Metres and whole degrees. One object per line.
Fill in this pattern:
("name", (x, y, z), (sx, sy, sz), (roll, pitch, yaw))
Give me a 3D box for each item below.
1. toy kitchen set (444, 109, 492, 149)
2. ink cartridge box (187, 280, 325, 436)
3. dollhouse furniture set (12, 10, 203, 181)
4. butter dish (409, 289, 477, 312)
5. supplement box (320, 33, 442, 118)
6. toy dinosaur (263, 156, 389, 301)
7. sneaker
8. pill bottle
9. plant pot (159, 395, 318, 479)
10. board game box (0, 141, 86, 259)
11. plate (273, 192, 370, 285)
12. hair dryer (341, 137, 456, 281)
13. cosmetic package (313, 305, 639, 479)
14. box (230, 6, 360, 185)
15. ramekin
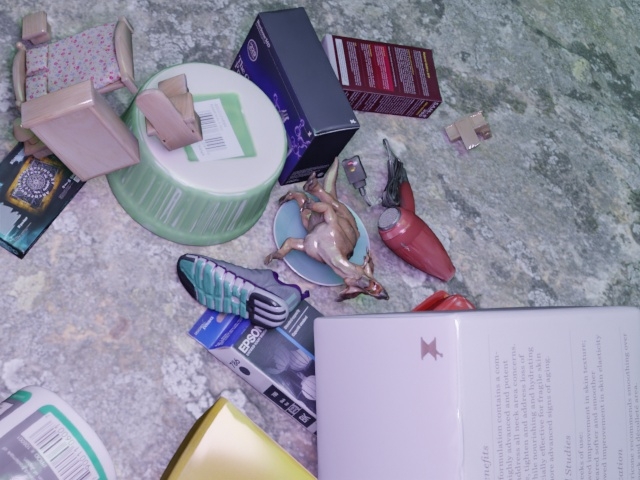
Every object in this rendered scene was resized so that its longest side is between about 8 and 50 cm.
("toy kitchen set", (0.308, -0.207, 2.182), (0.083, 0.075, 0.068), (-24, 67, 7))
("ink cartridge box", (-0.041, 0.191, 1.775), (0.333, 0.065, 0.165), (37, 54, -2))
("dollhouse furniture set", (-0.367, -0.299, 1.701), (0.303, 0.174, 0.355), (-16, 60, 10))
("butter dish", (0.239, 0.162, 1.890), (0.160, 0.118, 0.160), (-35, 81, -36))
("supplement box", (0.113, -0.323, 2.126), (0.240, 0.073, 0.130), (4, 63, -23))
("toy dinosaur", (0.028, -0.004, 1.857), (0.200, 0.127, 0.295), (31, 37, -20))
("sneaker", (-0.129, 0.073, 1.760), (0.224, 0.083, 0.098), (26, 35, 26))
("pill bottle", (-0.459, 0.368, 1.387), (0.204, 0.204, 0.361), (48, 54, 5))
("plant pot", (-0.142, 0.379, 1.547), (0.212, 0.212, 0.187), (42, 66, 1))
("board game box", (-0.478, -0.073, 1.731), (0.126, 0.026, 0.186), (34, 54, -3))
("plate", (0.000, 0.000, 1.923), (0.188, 0.024, 0.188), (12, 59, -21))
("hair dryer", (0.167, -0.055, 1.975), (0.224, 0.080, 0.293), (-26, 89, -57))
("cosmetic package", (0.241, 0.266, 1.614), (0.394, 0.327, 0.329), (1, 86, -36))
("box", (-0.052, -0.260, 1.943), (0.103, 0.184, 0.261), (-13, 69, -31))
("ramekin", (-0.204, -0.156, 1.834), (0.304, 0.148, 0.303), (11, 59, -20))
